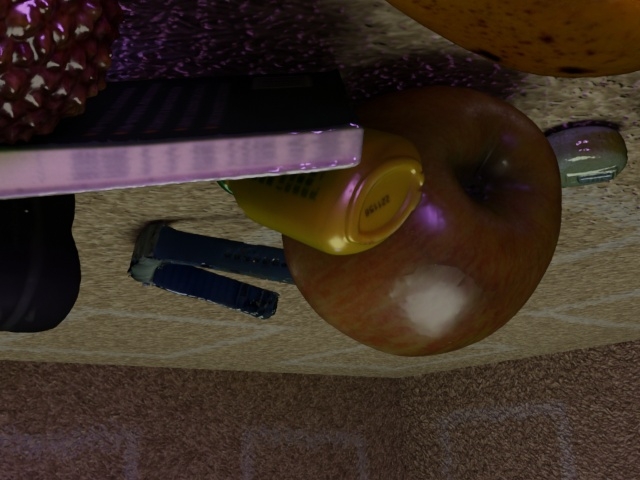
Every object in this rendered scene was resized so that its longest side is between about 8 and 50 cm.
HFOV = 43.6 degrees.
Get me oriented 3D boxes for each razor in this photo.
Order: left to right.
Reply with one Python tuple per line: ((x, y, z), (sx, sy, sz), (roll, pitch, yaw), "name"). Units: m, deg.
((-0.376, -0.027, 0.738), (0.113, 0.204, 0.349), (-18, 157, 28), "razor")

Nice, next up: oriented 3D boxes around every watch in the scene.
((-0.131, 0.046, 1.172), (0.275, 0.068, 0.276), (22, 156, -22), "watch")

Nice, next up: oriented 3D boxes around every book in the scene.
((-0.162, -0.089, 0.612), (0.371, 0.043, 0.260), (-3, -160, -1), "book")

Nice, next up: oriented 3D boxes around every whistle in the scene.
((0.251, -0.084, 0.924), (0.198, 0.057, 0.104), (-9, 163, 15), "whistle")

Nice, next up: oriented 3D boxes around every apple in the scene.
((0.102, -0.024, 0.767), (0.264, 0.264, 0.264), (-3, 164, -1), "apple")

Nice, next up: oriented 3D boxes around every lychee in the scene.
((-0.200, -0.140, 0.436), (0.188, 0.188, 0.188), (-3, 164, -1), "lychee")

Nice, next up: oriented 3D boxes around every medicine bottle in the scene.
((-0.045, -0.067, 0.695), (0.309, 0.111, 0.076), (23, 150, 48), "medicine bottle")

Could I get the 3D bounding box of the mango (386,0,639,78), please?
((0.079, -0.175, 0.370), (0.290, 0.159, 0.191), (13, -169, -37), "mango")
